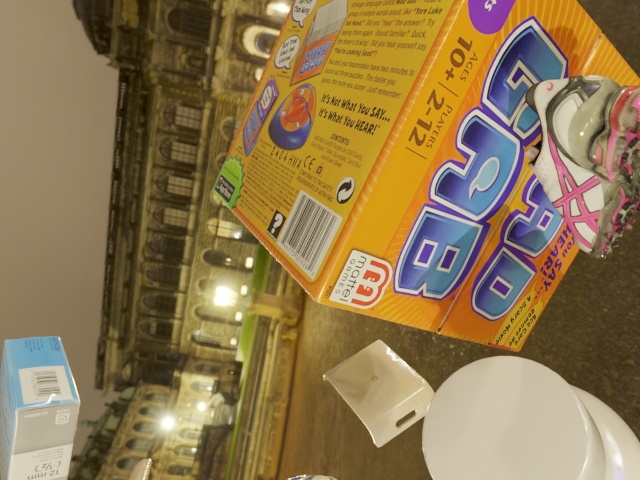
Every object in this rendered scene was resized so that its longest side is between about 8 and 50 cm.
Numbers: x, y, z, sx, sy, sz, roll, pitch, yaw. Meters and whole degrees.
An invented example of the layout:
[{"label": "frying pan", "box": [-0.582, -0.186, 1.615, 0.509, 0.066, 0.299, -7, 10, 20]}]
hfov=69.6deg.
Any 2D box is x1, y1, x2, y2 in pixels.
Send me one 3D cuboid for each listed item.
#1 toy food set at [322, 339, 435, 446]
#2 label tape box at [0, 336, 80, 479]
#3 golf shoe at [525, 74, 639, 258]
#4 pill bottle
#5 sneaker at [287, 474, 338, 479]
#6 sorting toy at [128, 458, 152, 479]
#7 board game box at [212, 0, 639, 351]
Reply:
[{"label": "toy food set", "box": [0.170, 0.448, 1.390, 0.306, 0.219, 0.093, 35, 147, 54]}, {"label": "label tape box", "box": [-0.596, 0.412, 0.946, 0.249, 0.115, 0.348, 30, 111, 47]}, {"label": "golf shoe", "box": [0.209, -0.055, 0.363, 0.067, 0.086, 0.186, -47, -42, -9]}, {"label": "pill bottle", "box": [0.193, 0.210, 0.377, 0.152, 0.272, 0.152, -27, 35, 21]}, {"label": "sneaker", "box": [-0.055, 0.699, 1.281, 0.296, 0.130, 0.112, 121, 160, -49]}, {"label": "sorting toy", "box": [-0.168, 0.310, 0.374, 0.193, 0.038, 0.208, 144, 128, -70]}, {"label": "board game box", "box": [0.125, -0.118, 0.628, 0.356, 0.356, 0.356, 40, 107, 54]}]
